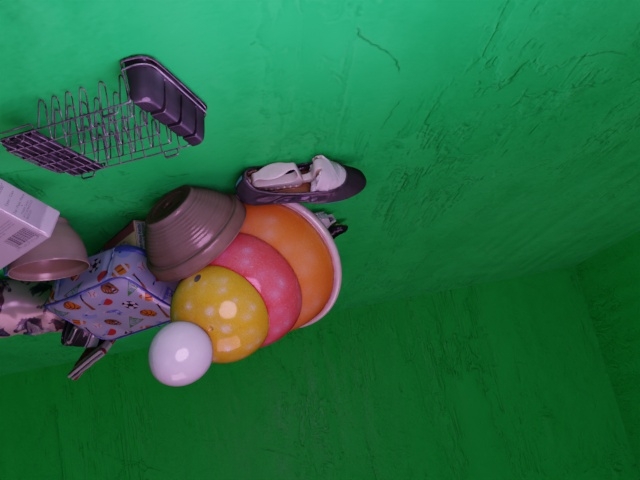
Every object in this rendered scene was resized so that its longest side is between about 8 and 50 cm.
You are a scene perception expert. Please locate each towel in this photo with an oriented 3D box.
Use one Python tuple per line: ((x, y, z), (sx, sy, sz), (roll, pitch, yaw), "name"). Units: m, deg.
((-0.576, 0.235, 1.952), (0.037, 0.329, 0.237), (41, 132, -15), "towel")

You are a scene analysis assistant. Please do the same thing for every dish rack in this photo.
((-0.326, -0.171, 1.039), (0.272, 0.074, 0.208), (-13, 164, 13), "dish rack")

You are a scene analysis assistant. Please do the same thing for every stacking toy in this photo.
((-0.185, 0.130, 1.406), (0.351, 0.350, 0.480), (-20, -165, 29), "stacking toy")

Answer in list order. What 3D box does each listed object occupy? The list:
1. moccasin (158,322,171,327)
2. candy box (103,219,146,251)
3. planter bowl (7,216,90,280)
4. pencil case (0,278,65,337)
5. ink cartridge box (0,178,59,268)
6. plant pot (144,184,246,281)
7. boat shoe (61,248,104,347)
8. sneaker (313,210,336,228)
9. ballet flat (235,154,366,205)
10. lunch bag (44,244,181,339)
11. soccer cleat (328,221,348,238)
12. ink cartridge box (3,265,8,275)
((-0.465, 0.145, 1.783), (0.342, 0.137, 0.117), (11, -177, 42), "moccasin")
((-0.350, 0.021, 1.706), (0.317, 0.087, 0.183), (0, 161, -40), "candy box")
((-0.577, 0.013, 1.449), (0.162, 0.109, 0.162), (-12, 165, -3), "planter bowl")
((-0.771, 0.187, 1.842), (0.411, 0.159, 0.183), (-1, 135, -36), "pencil case")
((-0.672, -0.042, 1.259), (0.296, 0.066, 0.261), (-23, 136, 37), "ink cartridge box")
((-0.278, -0.036, 1.409), (0.237, 0.237, 0.109), (-20, 123, 27), "plant pot")
((-0.603, 0.150, 1.759), (0.105, 0.113, 0.306), (4, 129, -31), "boat shoe")
((-0.016, -0.055, 1.773), (0.061, 0.053, 0.152), (-31, 164, 27), "sneaker")
((-0.034, -0.123, 1.415), (0.281, 0.095, 0.096), (-9, 153, -12), "ballet flat")
((-0.465, 0.131, 1.594), (0.304, 0.114, 0.243), (-18, 142, 29), "lunch bag")
((0.000, 0.000, 1.934), (0.179, 0.072, 0.060), (-18, 164, 22), "soccer cleat")
((-0.672, 0.046, 1.613), (0.123, 0.052, 0.089), (-23, 162, 32), "ink cartridge box")
